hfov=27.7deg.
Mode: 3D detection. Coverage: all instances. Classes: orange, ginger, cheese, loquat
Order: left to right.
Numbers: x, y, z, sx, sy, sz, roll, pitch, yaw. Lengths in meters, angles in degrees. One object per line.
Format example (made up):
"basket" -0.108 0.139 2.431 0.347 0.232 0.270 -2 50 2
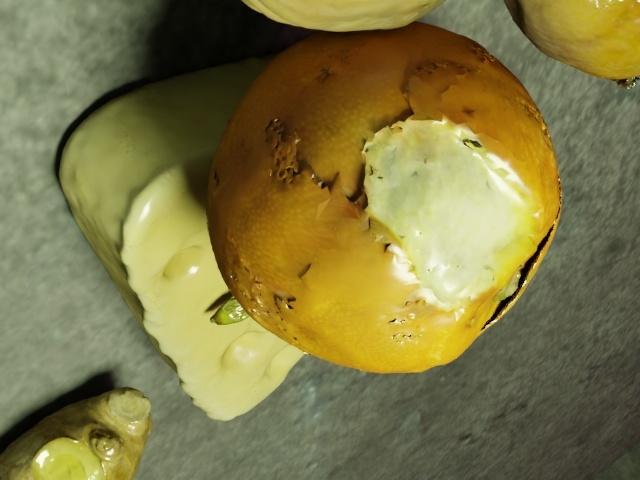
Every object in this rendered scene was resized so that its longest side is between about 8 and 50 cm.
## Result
"ginger" -0.235 0.214 1.157 0.216 0.102 0.157 -40 180 -20
"cheese" -0.053 0.003 1.106 0.384 0.104 0.384 -33 149 -23
"orange" 0.042 -0.028 0.860 0.240 0.240 0.240 -33 151 -21
"loquat" 0.255 -0.250 1.084 0.238 0.193 0.238 -41 156 -22

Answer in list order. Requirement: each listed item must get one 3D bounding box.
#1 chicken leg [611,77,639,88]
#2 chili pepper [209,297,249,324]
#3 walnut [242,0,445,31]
"chicken leg" 0.357 -0.255 1.378 0.106 0.051 0.253 -31 152 -13
"chili pepper" 0.001 0.000 1.020 0.208 0.043 0.049 -48 165 5
"walnut" 0.036 -0.246 0.770 0.261 0.225 0.225 -43 154 -16
